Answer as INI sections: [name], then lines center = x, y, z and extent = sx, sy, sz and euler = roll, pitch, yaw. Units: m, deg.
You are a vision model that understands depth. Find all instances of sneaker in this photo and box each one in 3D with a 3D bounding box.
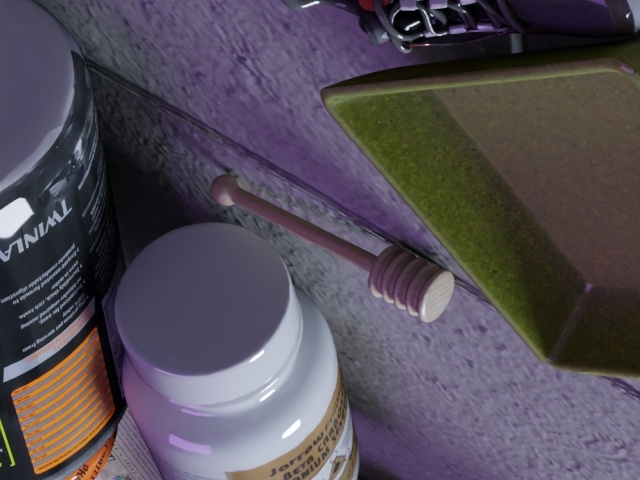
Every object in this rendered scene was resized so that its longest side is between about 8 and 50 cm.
[sneaker]
center = 0.048, -0.090, 0.634
extent = 0.158, 0.065, 0.061
euler = 17, 150, 40

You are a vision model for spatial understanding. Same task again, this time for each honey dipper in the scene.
[honey dipper]
center = 0.000, 0.000, 0.925
extent = 0.160, 0.030, 0.030
euler = 25, 154, 31

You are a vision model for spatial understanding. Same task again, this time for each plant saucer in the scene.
[plant saucer]
center = 0.117, -0.016, 0.699
extent = 0.188, 0.045, 0.188
euler = 48, 155, -26

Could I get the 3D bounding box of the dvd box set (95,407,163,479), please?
[dvd box set]
center = -0.325, 0.167, 1.344
extent = 0.420, 0.062, 0.308
euler = -17, 137, 11

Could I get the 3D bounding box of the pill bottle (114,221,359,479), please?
[pill bottle]
center = -0.051, 0.092, 1.044
extent = 0.131, 0.131, 0.229
euler = 27, 155, 23

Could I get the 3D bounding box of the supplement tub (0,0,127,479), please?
[supplement tub]
center = -0.220, 0.023, 1.015
extent = 0.207, 0.207, 0.338
euler = 28, 147, 21
